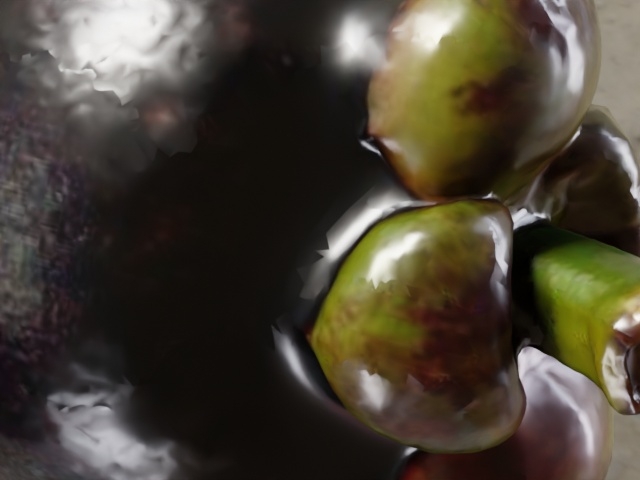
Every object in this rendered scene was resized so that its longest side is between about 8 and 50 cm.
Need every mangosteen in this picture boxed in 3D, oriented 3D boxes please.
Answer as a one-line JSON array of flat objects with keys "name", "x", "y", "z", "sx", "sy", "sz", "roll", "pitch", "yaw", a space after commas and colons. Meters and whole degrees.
[{"name": "mangosteen", "x": 0.000, "y": 0.000, "z": 0.637, "sx": 0.275, "sy": 0.302, "sz": 0.275, "roll": -20, "pitch": 118, "yaw": -46}]
